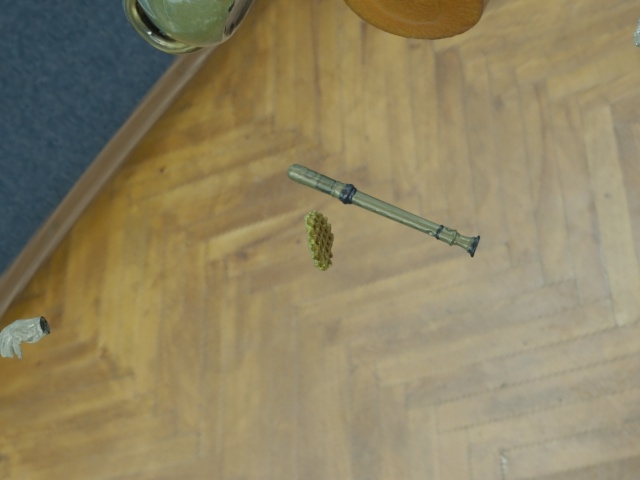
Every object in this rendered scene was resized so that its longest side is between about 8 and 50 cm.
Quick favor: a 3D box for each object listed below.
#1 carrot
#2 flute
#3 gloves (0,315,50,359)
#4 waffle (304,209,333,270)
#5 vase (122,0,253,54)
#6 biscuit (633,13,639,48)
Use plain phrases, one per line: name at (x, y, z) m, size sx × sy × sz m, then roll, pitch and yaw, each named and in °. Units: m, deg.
carrot at (0.155, -0.427, 1.795) m, size 0.258 × 0.307 × 0.100 m, roll 10°, pitch 75°, yaw 8°
flute at (0.070, -0.037, 1.275) m, size 0.233 × 0.027 × 0.027 m, roll 23°, pitch 75°, yaw 7°
gloves at (-0.329, 0.103, 1.255) m, size 0.081 × 0.037 × 0.044 m, roll -37°, pitch 12°, yaw 11°
waffle at (-0.001, 0.001, 1.513) m, size 0.016 × 0.078 × 0.085 m, roll -15°, pitch 65°, yaw 22°
vase at (-0.290, -0.494, 2.183) m, size 0.302 × 0.329 × 0.241 m, roll 28°, pitch 50°, yaw 2°
biscuit at (0.505, -0.266, 1.564) m, size 0.040 × 0.188 × 0.265 m, roll -21°, pitch 66°, yaw 48°
